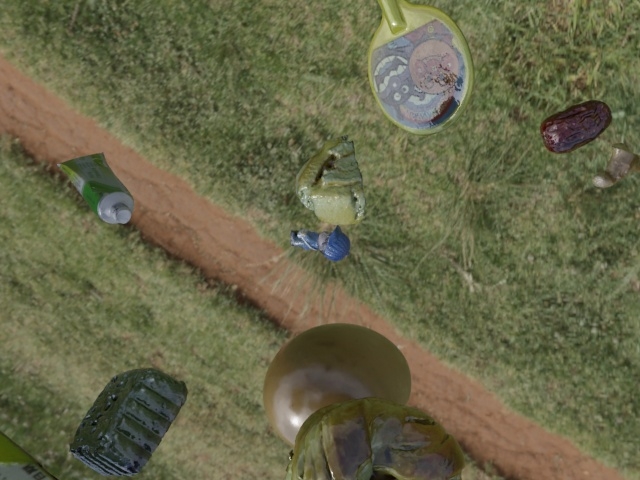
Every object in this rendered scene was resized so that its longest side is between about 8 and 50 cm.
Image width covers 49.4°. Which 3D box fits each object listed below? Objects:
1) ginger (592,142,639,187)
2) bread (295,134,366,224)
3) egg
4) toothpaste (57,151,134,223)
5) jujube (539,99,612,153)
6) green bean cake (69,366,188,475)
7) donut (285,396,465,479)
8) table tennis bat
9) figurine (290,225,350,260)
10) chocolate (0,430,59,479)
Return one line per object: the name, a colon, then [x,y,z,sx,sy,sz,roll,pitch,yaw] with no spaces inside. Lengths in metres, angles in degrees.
ginger: [0.396,-0.104,0.912,0.048,0.097,0.030,67,161,-6]
bread: [0.012,-0.100,1.178,0.110,0.156,0.103,-11,141,-1]
egg: [0.045,0.341,1.623,0.301,0.374,0.301,19,116,46]
toothpaste: [-0.328,-0.082,1.034,0.248,0.078,0.047,39,143,49]
jujube: [0.460,-0.205,1.251,0.129,0.077,0.077,-25,114,3]
green bean cake: [-0.338,0.309,1.213,0.094,0.181,0.173,43,144,-22]
donut: [0.090,0.444,1.241,0.360,0.360,0.170,47,164,-13]
table tennis bat: [0.156,-0.372,1.272,0.224,0.054,0.369,-16,97,46]
figurine: [-0.001,0.009,1.553,0.136,0.077,0.079,-6,90,24]
chocolate: [-0.503,0.504,1.096,0.288,0.137,0.301,31,106,19]
